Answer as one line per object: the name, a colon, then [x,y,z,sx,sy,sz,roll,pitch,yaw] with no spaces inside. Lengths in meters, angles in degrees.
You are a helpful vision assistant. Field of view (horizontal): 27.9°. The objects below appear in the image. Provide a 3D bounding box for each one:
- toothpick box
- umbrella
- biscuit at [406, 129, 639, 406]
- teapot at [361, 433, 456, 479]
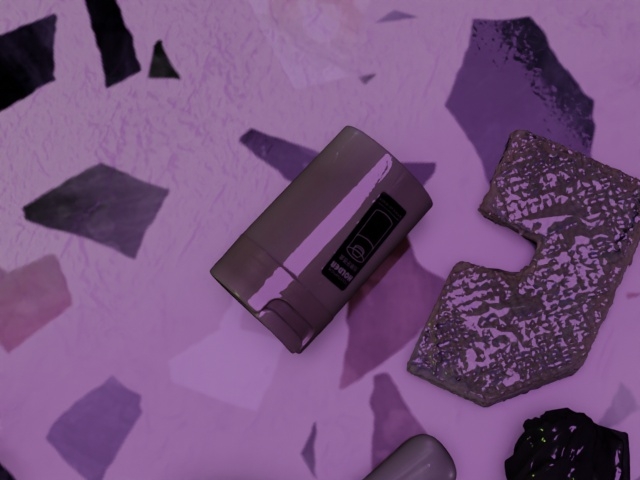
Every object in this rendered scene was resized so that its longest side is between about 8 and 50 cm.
toothpick box: [0.000,0.000,1.130,0.111,0.111,0.181,42,84,8]
umbrella: [0.232,0.311,1.082,0.118,0.118,0.340,-11,86,1]
biscuit: [0.188,0.033,1.147,0.147,0.046,0.250,26,84,6]
teapot: [-0.028,0.291,1.069,0.318,0.149,0.220,-12,74,2]
